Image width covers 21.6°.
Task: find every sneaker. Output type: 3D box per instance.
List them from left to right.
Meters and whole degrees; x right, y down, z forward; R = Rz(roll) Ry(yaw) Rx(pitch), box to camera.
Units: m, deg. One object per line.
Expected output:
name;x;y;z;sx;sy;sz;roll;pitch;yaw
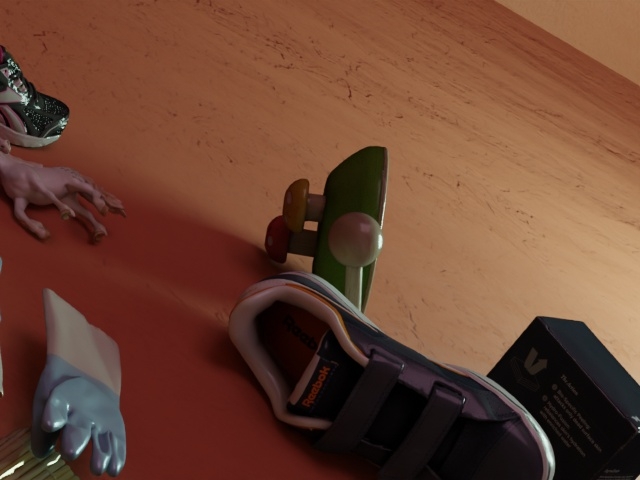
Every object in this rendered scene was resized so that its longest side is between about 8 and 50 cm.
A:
sneaker;-0.304;-0.145;1.579;0.178;0.077;0.072;14;32;-47
sneaker;0.051;0.144;1.479;0.321;0.126;0.127;32;15;16

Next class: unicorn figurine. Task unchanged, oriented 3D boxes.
unicorn figurine;-0.252;-0.051;1.510;0.111;0.060;0.162;48;8;27

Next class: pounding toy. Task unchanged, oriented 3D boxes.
pounding toy;0.000;0.000;1.679;0.110;0.183;0.237;9;29;-2

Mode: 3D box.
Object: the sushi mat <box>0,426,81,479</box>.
sushi mat;-0.216;0.215;1.062;0.151;0.019;0.316;41;21;7

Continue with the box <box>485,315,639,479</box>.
box;0.232;0.183;1.627;0.093;0.158;0.156;9;35;-50

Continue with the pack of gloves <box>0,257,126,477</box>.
pack of gloves;-0.228;0.083;1.220;0.195;0.046;0.232;41;11;-21
